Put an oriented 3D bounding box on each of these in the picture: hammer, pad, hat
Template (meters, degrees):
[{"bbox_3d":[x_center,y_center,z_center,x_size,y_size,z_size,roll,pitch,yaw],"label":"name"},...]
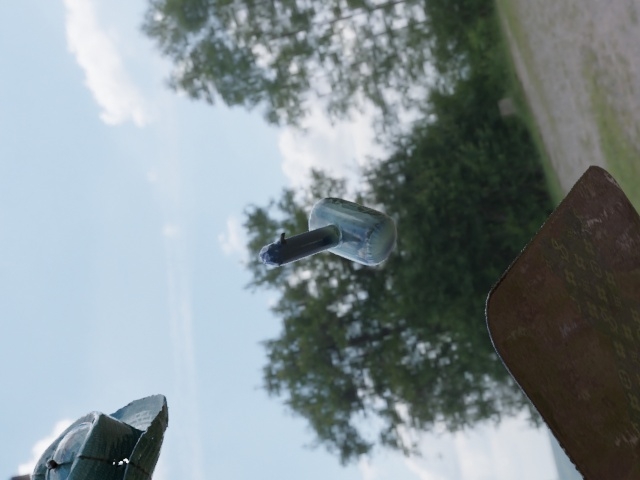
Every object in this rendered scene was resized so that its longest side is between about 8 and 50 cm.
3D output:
[{"bbox_3d":[0.000,0.000,1.183,0.194,0.116,0.069,-17,-59,-49],"label":"hammer"},{"bbox_3d":[0.187,0.060,0.604,0.181,0.004,0.267,55,-144,-4],"label":"pad"},{"bbox_3d":[-0.197,0.195,0.825,0.078,0.138,0.191,45,-145,-31],"label":"hat"}]
